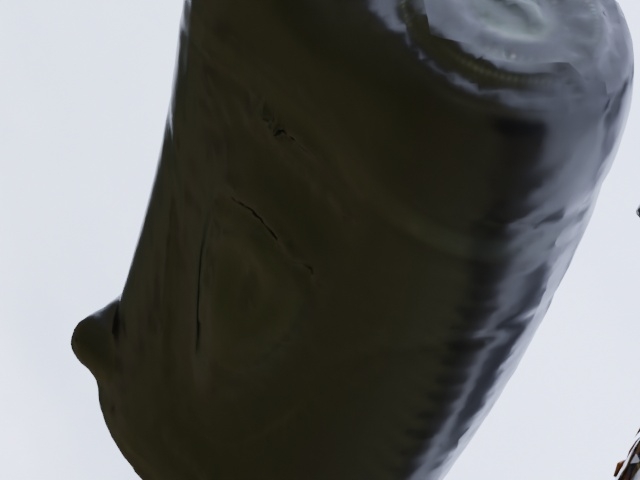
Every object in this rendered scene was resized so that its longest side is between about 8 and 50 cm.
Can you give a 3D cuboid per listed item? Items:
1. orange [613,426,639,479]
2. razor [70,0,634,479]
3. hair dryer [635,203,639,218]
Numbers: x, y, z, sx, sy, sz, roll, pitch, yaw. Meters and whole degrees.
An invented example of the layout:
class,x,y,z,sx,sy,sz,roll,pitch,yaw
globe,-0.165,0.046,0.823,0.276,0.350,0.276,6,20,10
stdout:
class,x,y,z,sx,sy,sz,roll,pitch,yaw
orange,0.165,0.113,0.355,0.182,0.234,0.234,-93,164,-79
razor,0.001,-0.001,0.724,0.204,0.113,0.349,43,-42,21
hair dryer,0.331,-0.113,1.312,0.089,0.251,0.197,33,-10,-12
